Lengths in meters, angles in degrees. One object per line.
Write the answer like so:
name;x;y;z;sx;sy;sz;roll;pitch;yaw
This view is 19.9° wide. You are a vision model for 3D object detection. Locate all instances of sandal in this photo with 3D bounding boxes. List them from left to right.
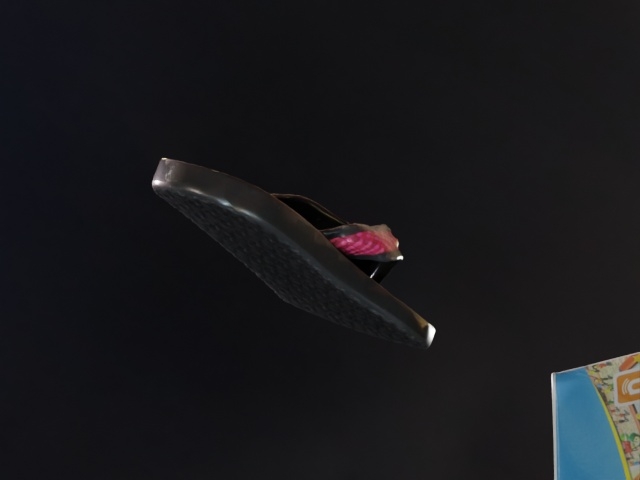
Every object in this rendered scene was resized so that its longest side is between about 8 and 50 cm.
sandal;0.000;0.000;0.711;0.067;0.040;0.179;13;164;32

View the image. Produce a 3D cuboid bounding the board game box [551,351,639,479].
board game box;0.246;0.128;0.690;0.097;0.303;0.224;51;-148;-40
